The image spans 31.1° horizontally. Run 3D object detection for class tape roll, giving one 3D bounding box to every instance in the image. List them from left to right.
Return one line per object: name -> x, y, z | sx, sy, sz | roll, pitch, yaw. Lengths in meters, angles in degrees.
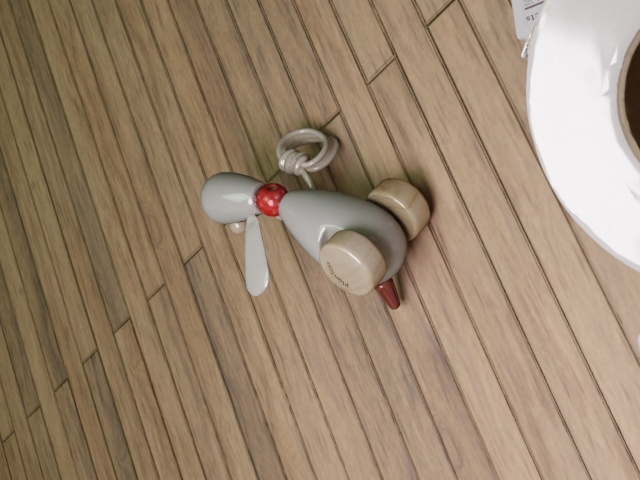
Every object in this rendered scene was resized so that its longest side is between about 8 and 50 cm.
tape roll -> 0.379, -0.136, 1.045 | 0.392, 0.072, 0.391 | 11, 113, 28

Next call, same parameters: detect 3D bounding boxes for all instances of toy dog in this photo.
toy dog -> 0.000, 0.000, 1.515 | 0.334, 0.220, 0.161 | 36, 149, 49

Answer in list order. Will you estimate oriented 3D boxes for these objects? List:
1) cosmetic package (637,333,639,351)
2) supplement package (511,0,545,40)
cosmetic package -> 0.432, 0.090, 0.966 | 0.224, 0.225, 0.138 | -57, 13, 31
supplement package -> 0.280, -0.339, 1.210 | 0.139, 0.134, 0.244 | -14, 80, 46
